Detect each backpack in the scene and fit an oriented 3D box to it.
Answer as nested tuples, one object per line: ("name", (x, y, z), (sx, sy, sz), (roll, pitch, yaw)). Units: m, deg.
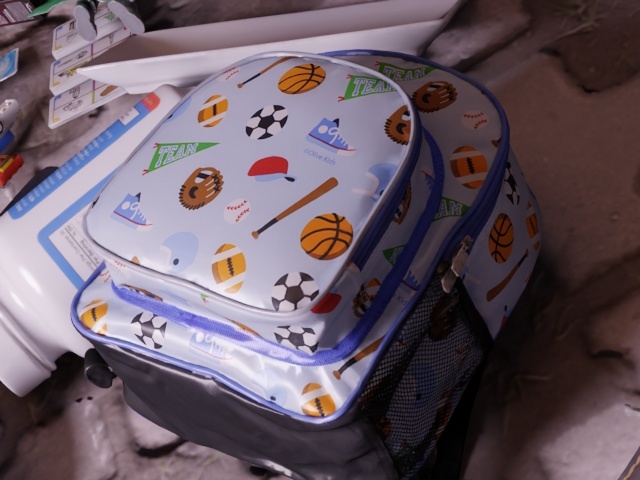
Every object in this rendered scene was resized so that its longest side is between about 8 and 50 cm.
("backpack", (0.000, 0.000, 1.159), (0.276, 0.213, 0.263), (21, 57, 30))

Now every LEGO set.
("LEGO set", (-0.245, -0.095, 1.499), (0.244, 0.060, 0.182), (-26, 30, 8))

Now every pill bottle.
("pill bottle", (-0.153, 0.004, 1.309), (0.221, 0.124, 0.124), (-39, 46, -4))

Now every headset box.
("headset box", (-0.272, -0.216, 1.609), (0.083, 0.032, 0.062), (-8, 52, 25))

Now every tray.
("tray", (-0.028, -0.142, 1.359), (0.270, 0.030, 0.145), (-6, 16, 14))

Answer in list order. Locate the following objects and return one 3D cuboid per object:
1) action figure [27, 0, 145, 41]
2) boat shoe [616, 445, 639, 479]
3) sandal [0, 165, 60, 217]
("action figure", (-0.131, -0.255, 1.529), (0.137, 0.063, 0.232), (-1, 44, 31))
("boat shoe", (0.262, 0.075, 1.036), (0.355, 0.132, 0.130), (-41, 36, -16))
("sandal", (-0.255, 0.047, 1.380), (0.097, 0.054, 0.254), (21, 68, 39))
